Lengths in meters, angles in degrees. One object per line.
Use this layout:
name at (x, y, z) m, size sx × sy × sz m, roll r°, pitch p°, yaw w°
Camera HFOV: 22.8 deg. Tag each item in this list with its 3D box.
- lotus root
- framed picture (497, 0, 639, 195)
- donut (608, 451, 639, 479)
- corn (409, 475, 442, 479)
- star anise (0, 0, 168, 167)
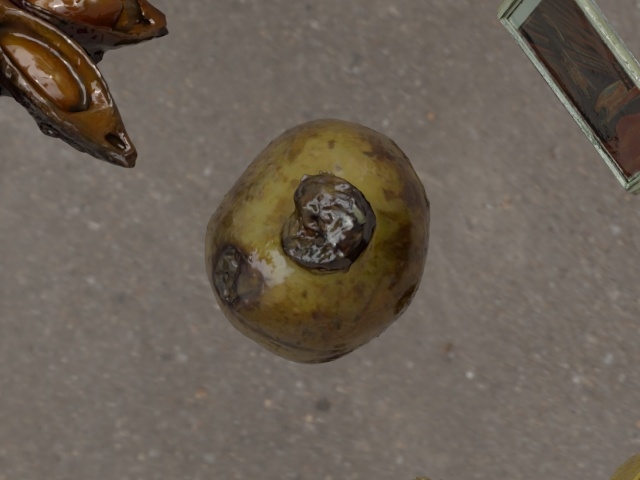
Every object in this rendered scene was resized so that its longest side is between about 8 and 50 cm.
lotus root at (0.000, 0.000, 0.943) m, size 0.128 × 0.260 × 0.145 m, roll 27°, pitch 85°, yaw -2°
framed picture at (0.296, -0.177, 1.736) m, size 0.016 × 0.216 × 0.273 m, roll -35°, pitch 85°, yaw -13°
donut at (0.406, 0.248, 1.360) m, size 0.330 × 0.330 × 0.160 m, roll 44°, pitch 112°, yaw 34°
corn at (0.045, 0.356, 1.623) m, size 0.305 × 0.106 × 0.106 m, roll -48°, pitch 54°, yaw 33°
star anise at (-0.151, -0.076, 0.706) m, size 0.053 × 0.212 × 0.157 m, roll -40°, pitch 65°, yaw 51°
